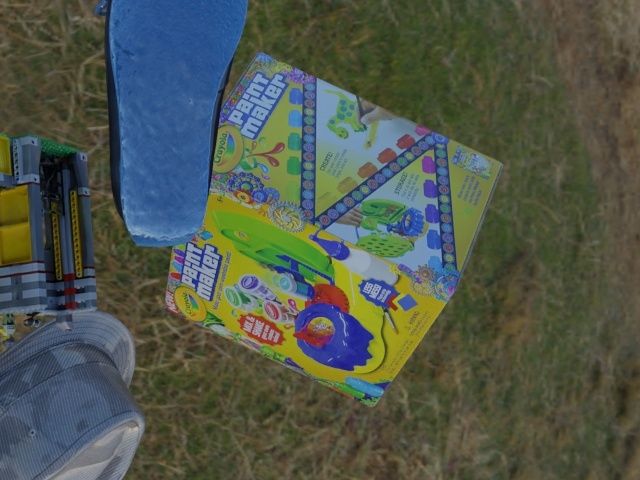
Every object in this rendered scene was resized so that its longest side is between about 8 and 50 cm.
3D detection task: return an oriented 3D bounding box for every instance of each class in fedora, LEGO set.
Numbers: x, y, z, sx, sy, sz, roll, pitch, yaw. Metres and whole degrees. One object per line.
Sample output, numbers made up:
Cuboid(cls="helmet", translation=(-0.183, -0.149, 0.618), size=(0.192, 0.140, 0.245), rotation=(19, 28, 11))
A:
Cuboid(cls="fedora", translation=(-0.291, 0.222, 1.006), size=(0.275, 0.124, 0.243), rotation=(-41, 149, -14))
Cuboid(cls="LEGO set", translation=(-0.357, 0.007, 0.828), size=(0.331, 0.255, 0.192), rotation=(32, 51, -78))

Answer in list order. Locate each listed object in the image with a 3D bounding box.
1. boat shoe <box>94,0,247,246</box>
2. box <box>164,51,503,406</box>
Cuboid(cls="boat shoe", translation=(-0.117, -0.124, 0.633), size=(0.109, 0.089, 0.258), rotation=(7, 114, -23))
Cuboid(cls="box", translation=(0.000, 0.000, 0.990), size=(0.290, 0.279, 0.177), rotation=(111, 5, -56))
